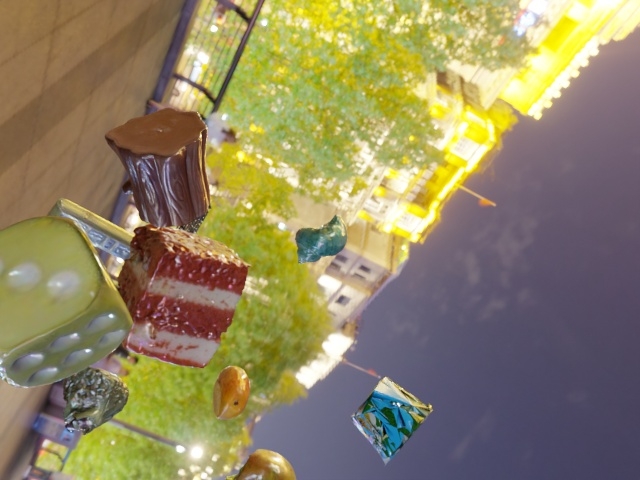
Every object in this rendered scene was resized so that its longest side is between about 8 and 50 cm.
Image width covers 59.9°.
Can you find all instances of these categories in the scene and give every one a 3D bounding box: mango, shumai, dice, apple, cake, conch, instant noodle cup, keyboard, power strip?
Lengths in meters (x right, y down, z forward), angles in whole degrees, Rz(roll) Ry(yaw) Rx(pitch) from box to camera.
[{"bbox_3d":[-0.287,0.483,1.785,0.141,0.102,0.217,-66,-160,15],"label":"mango"},{"bbox_3d":[-0.872,0.624,2.124,0.189,0.256,0.218,-29,-145,41],"label":"shumai"},{"bbox_3d":[-0.509,0.115,1.038,0.238,0.233,0.227,-28,155,-20],"label":"dice"},{"bbox_3d":[-0.202,0.846,1.904,0.226,0.246,0.246,78,33,-69],"label":"apple"},{"bbox_3d":[-0.388,0.145,1.488,0.269,0.270,0.320,29,-81,58],"label":"cake"},{"bbox_3d":[-0.002,0.003,1.956,0.202,0.134,0.196,-23,176,7],"label":"conch"},{"bbox_3d":[0.217,0.559,1.769,0.240,0.178,0.240,-45,164,-17],"label":"instant noodle cup"},{"bbox_3d":[-0.445,-0.046,1.889,0.317,0.027,0.106,-71,165,-44],"label":"keyboard"},{"bbox_3d":[-0.669,-0.004,1.771,0.092,0.387,0.066,-39,-145,30],"label":"power strip"}]

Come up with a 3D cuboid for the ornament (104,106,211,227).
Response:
[{"bbox_3d":[-0.361,-0.159,1.292,0.235,0.221,0.218,-115,-161,-47],"label":"ornament"}]
